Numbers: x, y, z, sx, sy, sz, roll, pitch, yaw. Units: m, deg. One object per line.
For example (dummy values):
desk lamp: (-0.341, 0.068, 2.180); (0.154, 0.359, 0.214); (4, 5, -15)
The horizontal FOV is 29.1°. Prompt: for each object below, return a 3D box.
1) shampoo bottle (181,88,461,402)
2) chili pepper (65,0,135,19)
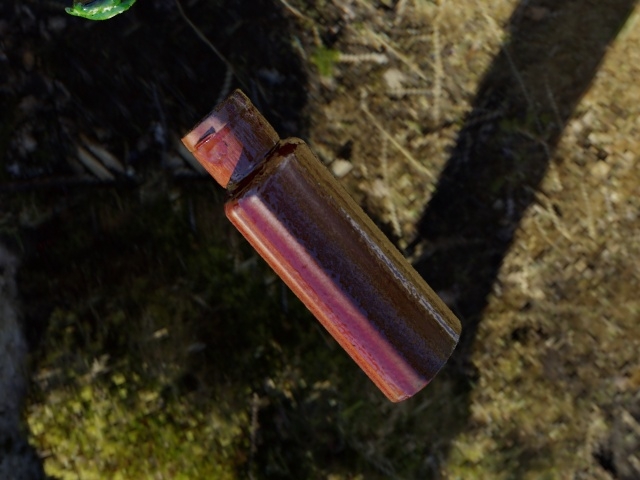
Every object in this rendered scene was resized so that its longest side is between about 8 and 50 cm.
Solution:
shampoo bottle: (0.000, 0.000, 0.952); (0.260, 0.102, 0.064); (49, 130, -10)
chili pepper: (-0.164, -0.309, 1.106); (0.122, 0.279, 0.065); (3, 148, -15)
